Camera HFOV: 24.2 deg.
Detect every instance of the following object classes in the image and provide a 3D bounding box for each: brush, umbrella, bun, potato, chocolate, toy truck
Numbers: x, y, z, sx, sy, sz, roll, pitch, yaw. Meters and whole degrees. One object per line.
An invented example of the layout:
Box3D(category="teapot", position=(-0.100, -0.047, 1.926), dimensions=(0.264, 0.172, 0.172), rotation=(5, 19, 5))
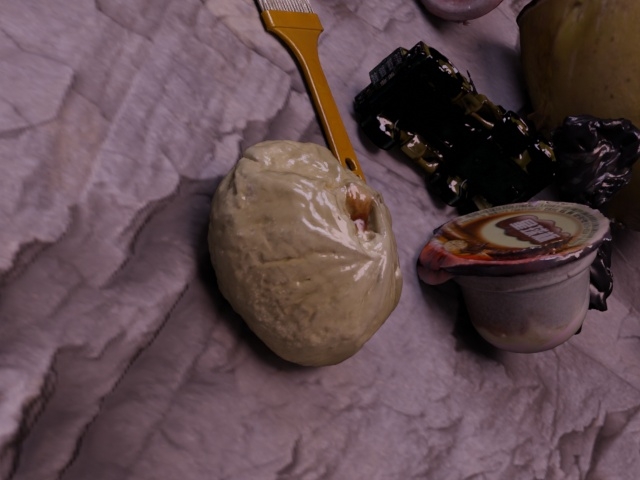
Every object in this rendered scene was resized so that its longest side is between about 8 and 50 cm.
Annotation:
Box3D(category="brush", position=(-0.005, -0.170, 1.613), dimensions=(0.103, 0.013, 0.272), rotation=(-7, 74, -56))
Box3D(category="umbrella", position=(0.316, -0.020, 1.800), dimensions=(0.110, 0.122, 0.272), rotation=(-10, 111, -49))
Box3D(category="bun", position=(0.000, 0.000, 1.382), dimensions=(0.220, 0.134, 0.220), rotation=(32, 44, -38))
Box3D(category="potato", position=(0.487, -0.167, 1.978), dimensions=(0.442, 0.385, 0.319), rotation=(4, 79, -44))
Box3D(category="chocolate", position=(0.221, 0.052, 1.651), dimensions=(0.221, 0.221, 0.147), rotation=(-32, 119, -58))
Box3D(category="toy truck", position=(0.155, -0.132, 1.718), dimensions=(0.257, 0.127, 0.127), rotation=(33, 28, -38))

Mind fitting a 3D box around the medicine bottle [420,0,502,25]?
Box3D(category="medicine bottle", position=(0.211, -0.384, 1.953), dimensions=(0.147, 0.147, 0.247), rotation=(57, 33, -10))
